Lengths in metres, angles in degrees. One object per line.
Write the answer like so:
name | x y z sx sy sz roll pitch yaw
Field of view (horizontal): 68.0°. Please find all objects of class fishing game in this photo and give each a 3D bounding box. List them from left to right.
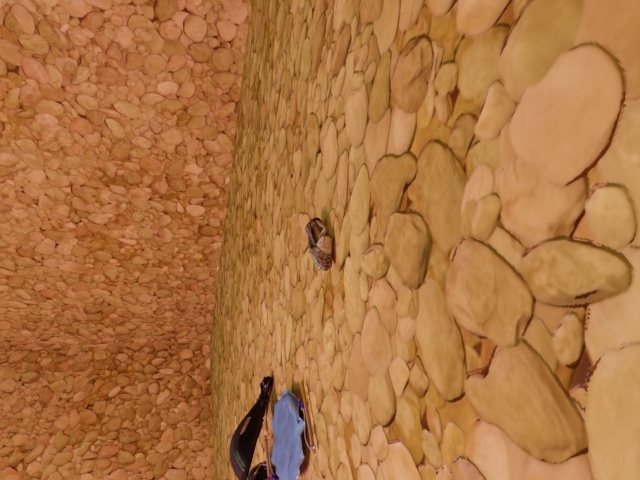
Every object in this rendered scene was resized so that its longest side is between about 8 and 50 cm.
fishing game | -0.063 0.401 0.966 0.189 0.041 0.264 -107 33 -45

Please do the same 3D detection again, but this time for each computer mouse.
computer mouse | -0.183 0.482 1.184 0.262 0.060 0.184 -76 0 -50

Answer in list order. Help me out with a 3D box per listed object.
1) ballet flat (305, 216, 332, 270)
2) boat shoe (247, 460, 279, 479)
ballet flat | 0.000 0.000 0.794 0.114 0.041 0.041 -109 26 -47
boat shoe | -0.139 0.560 1.110 0.070 0.077 0.219 67 157 18
